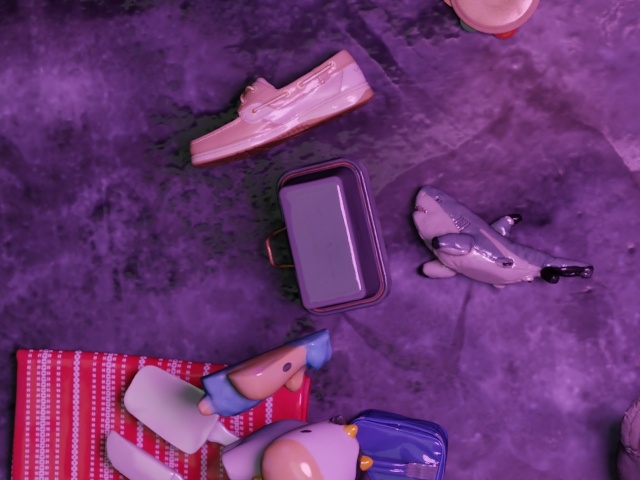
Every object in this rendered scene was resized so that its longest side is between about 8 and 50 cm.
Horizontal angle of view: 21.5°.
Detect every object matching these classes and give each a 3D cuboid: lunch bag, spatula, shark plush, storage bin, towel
[{"bbox_3d":[0.060,0.187,1.464,0.098,0.065,0.067,10,95,6],"label":"lunch bag"},{"bbox_3d":[-0.090,0.234,1.479,0.242,0.019,0.168,31,96,5],"label":"spatula"},{"bbox_3d":[0.156,0.000,1.448,0.161,0.073,0.067,11,65,11],"label":"shark plush"},{"bbox_3d":[0.000,0.000,1.447,0.098,0.091,0.135,-12,91,8],"label":"storage bin"},{"bbox_3d":[-0.146,0.204,1.510,0.275,0.031,0.199,5,93,7],"label":"towel"}]

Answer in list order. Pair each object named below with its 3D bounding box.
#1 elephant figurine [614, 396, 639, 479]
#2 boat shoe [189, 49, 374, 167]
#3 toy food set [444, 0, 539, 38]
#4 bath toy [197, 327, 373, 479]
[{"bbox_3d":[0.315,0.168,1.396,0.239,0.169,0.186,-4,64,23],"label":"elephant figurine"},{"bbox_3d":[-0.041,-0.115,1.462,0.170,0.063,0.059,-23,88,-1],"label":"boat shoe"},{"bbox_3d":[0.150,-0.216,1.449,0.083,0.020,0.082,-38,89,8],"label":"toy food set"},{"bbox_3d":[0.016,0.252,1.396,0.129,0.151,0.348,-22,96,-3],"label":"bath toy"}]
